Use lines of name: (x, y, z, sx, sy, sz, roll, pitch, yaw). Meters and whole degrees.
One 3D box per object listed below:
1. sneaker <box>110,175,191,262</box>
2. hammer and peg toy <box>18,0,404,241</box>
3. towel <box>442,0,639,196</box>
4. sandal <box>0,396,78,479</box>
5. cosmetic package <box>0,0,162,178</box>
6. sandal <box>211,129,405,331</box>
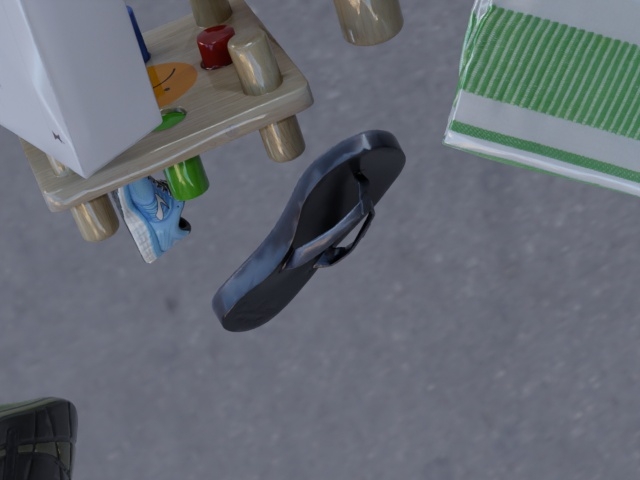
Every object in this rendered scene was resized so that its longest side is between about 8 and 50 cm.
sneaker: (-0.176, -0.052, 2.048, 0.063, 0.073, 0.162, 59, 172, 41)
hammer and peg toy: (-0.107, -0.153, 1.838, 0.266, 0.361, 0.127, -126, 14, -59)
towel: (0.252, -0.207, 1.692, 0.248, 0.038, 0.325, 15, 89, -8)
sandal: (-0.306, 0.197, 1.830, 0.086, 0.303, 0.120, 7, 87, 23)
cosmetic package: (-0.287, -0.261, 1.580, 0.284, 0.097, 0.377, 33, 150, 39)
sandal: (0.000, 0.000, 1.760, 0.254, 0.097, 0.054, -53, 57, 33)
